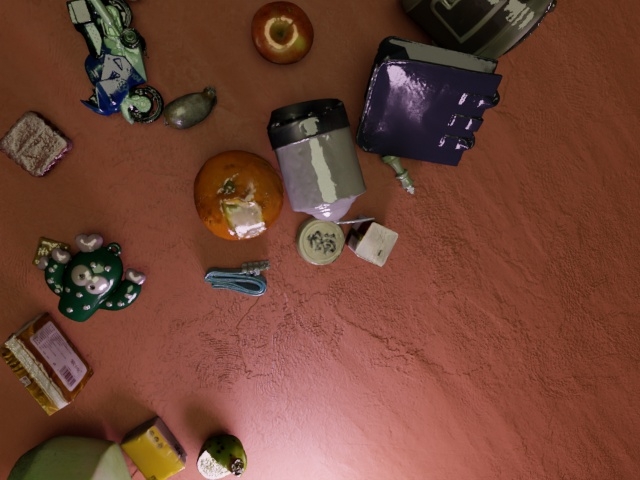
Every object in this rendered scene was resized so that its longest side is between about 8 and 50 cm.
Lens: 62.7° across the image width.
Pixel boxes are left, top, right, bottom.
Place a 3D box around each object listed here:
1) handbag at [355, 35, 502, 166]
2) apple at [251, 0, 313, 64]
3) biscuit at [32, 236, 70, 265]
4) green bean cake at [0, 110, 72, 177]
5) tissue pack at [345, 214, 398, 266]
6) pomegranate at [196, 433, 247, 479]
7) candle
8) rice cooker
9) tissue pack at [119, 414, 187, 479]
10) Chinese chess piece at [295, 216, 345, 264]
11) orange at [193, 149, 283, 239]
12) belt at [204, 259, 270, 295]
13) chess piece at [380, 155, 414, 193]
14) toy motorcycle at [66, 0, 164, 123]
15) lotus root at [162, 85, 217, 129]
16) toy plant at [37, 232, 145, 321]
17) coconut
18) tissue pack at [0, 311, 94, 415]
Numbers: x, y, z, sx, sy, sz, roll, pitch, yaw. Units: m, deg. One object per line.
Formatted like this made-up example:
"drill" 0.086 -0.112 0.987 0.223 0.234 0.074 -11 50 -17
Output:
"handbag" 0.275 -0.352 1.370 0.330 0.121 0.303 9 141 -4
"apple" -0.098 -0.538 1.365 0.164 0.139 0.163 0 110 0
"biscuit" -0.730 0.040 1.424 0.082 0.018 0.083 19 97 -13
"green bean cake" -0.731 -0.247 1.352 0.136 0.056 0.135 43 93 -13
"tissue pack" 0.140 -0.004 1.489 0.099 0.148 0.106 26 95 -13
"pomegranate" -0.276 0.633 1.546 0.169 0.122 0.143 -30 113 38
"candle" -0.003 -0.193 1.393 0.222 0.221 0.342 -16 100 -6
"rice cooker" 0.405 -0.621 1.339 0.325 0.335 0.335 39 92 -14
"tissue pack" -0.485 0.616 1.534 0.120 0.082 0.169 -30 104 -1
"Chinese chess piece" 0.000 0.000 1.514 0.144 0.058 0.144 -2 101 -10
"orange" -0.214 -0.119 1.375 0.240 0.240 0.239 -2 100 -9
"belt" -0.237 0.099 1.493 0.179 0.065 0.099 7 109 -11
"chess piece" 0.232 -0.195 1.522 0.059 0.059 0.149 -34 109 -2
"toy motorcycle" -0.529 -0.446 1.321 0.197 0.125 0.330 -18 107 -7
"lotus root" -0.340 -0.347 1.383 0.165 0.088 0.088 -33 104 -16
"toy plant" -0.611 0.100 1.406 0.243 0.112 0.232 -30 108 3
"coconut" -0.657 0.671 1.411 0.329 0.281 0.328 1 127 1
"tissue pack" -0.719 0.317 1.390 0.092 0.183 0.226 -33 103 2
